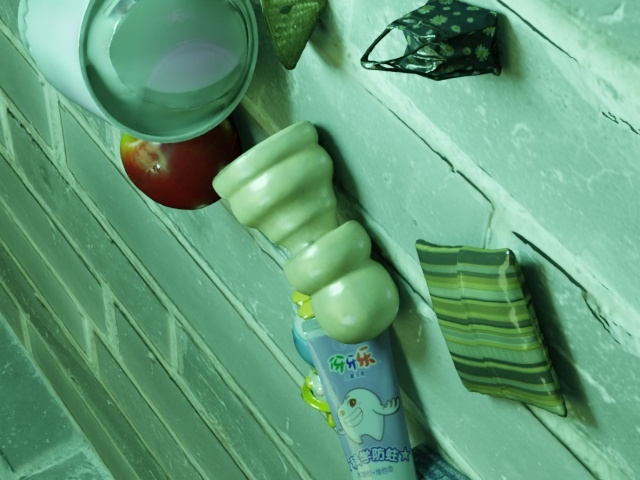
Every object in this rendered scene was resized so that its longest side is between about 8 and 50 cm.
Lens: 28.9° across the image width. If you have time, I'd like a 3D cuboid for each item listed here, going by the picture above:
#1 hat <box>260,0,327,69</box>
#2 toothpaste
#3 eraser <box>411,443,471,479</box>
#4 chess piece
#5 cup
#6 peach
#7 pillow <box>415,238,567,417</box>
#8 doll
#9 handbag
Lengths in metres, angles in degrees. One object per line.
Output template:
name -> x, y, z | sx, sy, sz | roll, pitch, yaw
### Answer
hat -> -0.023, -0.289, 1.538 | 0.146, 0.067, 0.146 | -11, -90, -76
toothpaste -> 0.076, 0.278, 1.764 | 0.080, 0.125, 0.371 | -13, -92, -75
eraser -> 0.196, 0.379, 1.754 | 0.212, 0.046, 0.092 | 33, 140, 47
chess piece -> 0.000, 0.000, 1.680 | 0.300, 0.167, 0.167 | 56, 155, 1
cup -> -0.272, -0.287, 1.735 | 0.371, 0.253, 0.253 | 25, 135, 56
peach -> -0.204, -0.135, 1.898 | 0.197, 0.197, 0.197 | 44, 149, 36
pillow -> 0.199, 0.100, 1.478 | 0.208, 0.052, 0.212 | 7, 119, 65
doll -> 0.010, 0.177, 1.868 | 0.135, 0.098, 0.241 | 24, 134, 36
handbag -> 0.103, -0.199, 1.278 | 0.115, 0.139, 0.072 | 32, 134, 50
